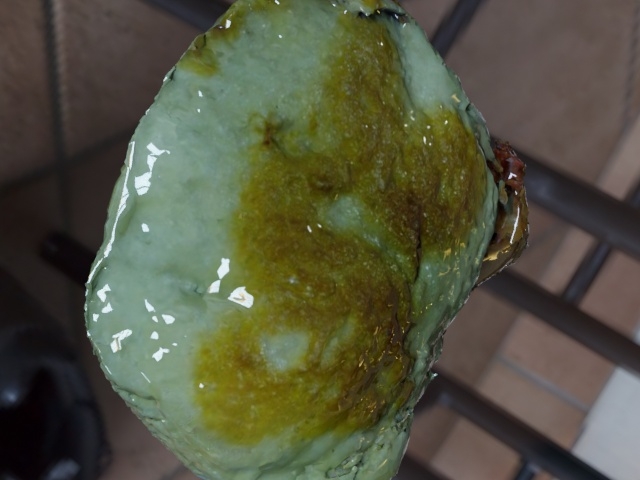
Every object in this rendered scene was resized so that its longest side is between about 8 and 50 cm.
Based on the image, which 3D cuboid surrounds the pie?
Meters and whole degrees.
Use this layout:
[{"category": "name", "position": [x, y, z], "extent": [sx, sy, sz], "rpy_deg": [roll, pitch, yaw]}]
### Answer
[{"category": "pie", "position": [-0.006, -0.004, 0.965], "extent": [0.274, 0.105, 0.257], "rpy_deg": [-58, 132, -27]}]
